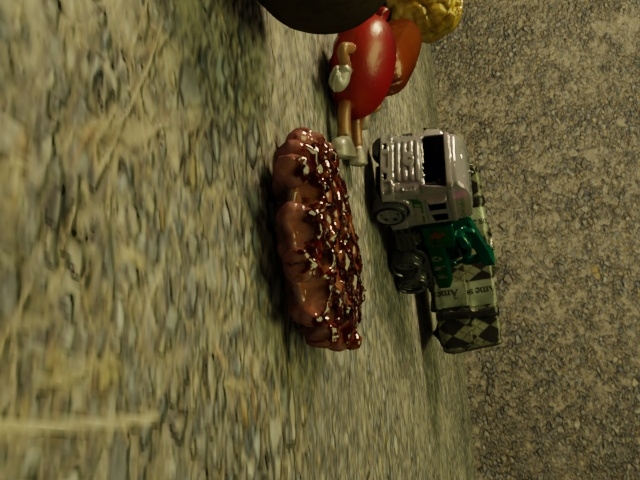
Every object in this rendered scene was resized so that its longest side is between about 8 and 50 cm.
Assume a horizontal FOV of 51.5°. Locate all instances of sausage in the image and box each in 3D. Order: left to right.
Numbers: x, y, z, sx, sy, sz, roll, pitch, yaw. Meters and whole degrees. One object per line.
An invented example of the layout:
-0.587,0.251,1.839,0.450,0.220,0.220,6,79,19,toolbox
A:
0.144,-0.361,1.279,0.348,0.094,0.097,-68,143,-61,sausage

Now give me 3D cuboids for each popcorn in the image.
0.241,-0.580,1.576,0.250,0.190,0.250,0,90,-74,popcorn

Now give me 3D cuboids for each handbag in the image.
0.313,0.049,1.602,0.317,0.180,0.415,57,25,-84,handbag

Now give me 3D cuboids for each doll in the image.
0.049,-0.210,0.883,0.183,0.085,0.217,-1,101,-73,doll

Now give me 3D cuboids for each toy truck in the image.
0.198,-0.043,1.180,0.363,0.178,0.176,57,29,-53,toy truck

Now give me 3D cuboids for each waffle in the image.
0.000,0.000,0.645,0.234,0.056,0.221,-57,136,-75,waffle

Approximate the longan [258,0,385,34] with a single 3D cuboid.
0.000,-0.268,0.568,0.187,0.168,0.167,66,22,-49,longan
